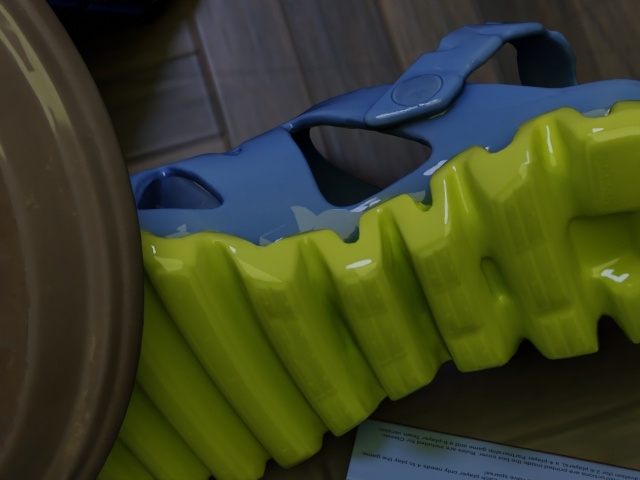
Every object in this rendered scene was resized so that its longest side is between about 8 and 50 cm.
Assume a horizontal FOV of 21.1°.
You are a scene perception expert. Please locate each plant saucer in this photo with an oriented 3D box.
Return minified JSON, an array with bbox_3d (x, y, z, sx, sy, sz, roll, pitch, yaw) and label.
[{"bbox_3d":[-0.191,0.002,0.613,0.278,0.041,0.278,7,106,25],"label":"plant saucer"}]

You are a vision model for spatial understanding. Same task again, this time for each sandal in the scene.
[{"bbox_3d":[0.000,0.000,0.671,0.317,0.126,0.138,-14,37,4],"label":"sandal"}]

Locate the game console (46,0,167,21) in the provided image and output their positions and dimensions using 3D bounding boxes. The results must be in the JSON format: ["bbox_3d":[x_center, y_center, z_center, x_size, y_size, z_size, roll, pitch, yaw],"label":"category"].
[{"bbox_3d":[-0.154,-0.240,0.708,0.293,0.250,0.173,36,103,11],"label":"game console"}]

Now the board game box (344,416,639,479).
[{"bbox_3d":[0.140,0.143,0.616,0.281,0.027,0.145,11,34,4],"label":"board game box"}]
